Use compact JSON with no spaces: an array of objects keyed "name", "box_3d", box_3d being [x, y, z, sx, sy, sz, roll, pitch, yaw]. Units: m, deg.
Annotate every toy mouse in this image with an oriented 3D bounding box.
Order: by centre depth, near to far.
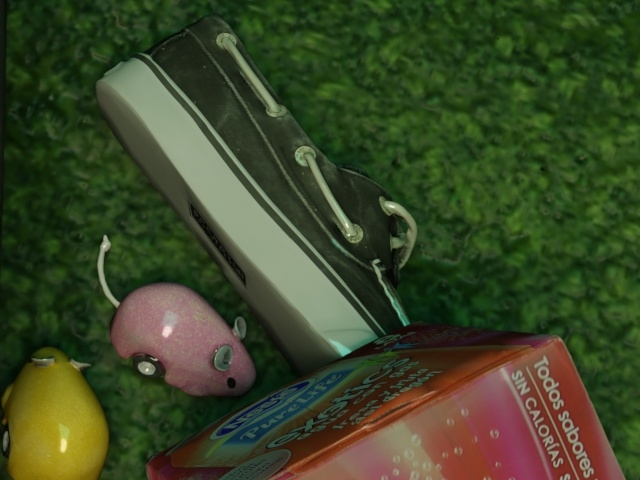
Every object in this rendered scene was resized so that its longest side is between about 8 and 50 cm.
[{"name":"toy mouse","box_3d":[-0.049,0.064,0.655,0.143,0.031,0.161,11,49,-20]}]

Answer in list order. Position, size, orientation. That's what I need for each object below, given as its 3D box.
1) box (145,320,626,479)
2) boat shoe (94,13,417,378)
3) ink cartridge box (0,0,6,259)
[{"name":"box","box_3d":[0.056,0.164,0.564,0.123,0.128,0.257,-27,97,-14]},{"name":"boat shoe","box_3d":[0.000,0.000,0.676,0.070,0.078,0.219,-35,78,-15]},{"name":"ink cartridge box","box_3d":[-0.170,0.030,0.576,0.119,0.207,0.353,2,72,-10]}]
